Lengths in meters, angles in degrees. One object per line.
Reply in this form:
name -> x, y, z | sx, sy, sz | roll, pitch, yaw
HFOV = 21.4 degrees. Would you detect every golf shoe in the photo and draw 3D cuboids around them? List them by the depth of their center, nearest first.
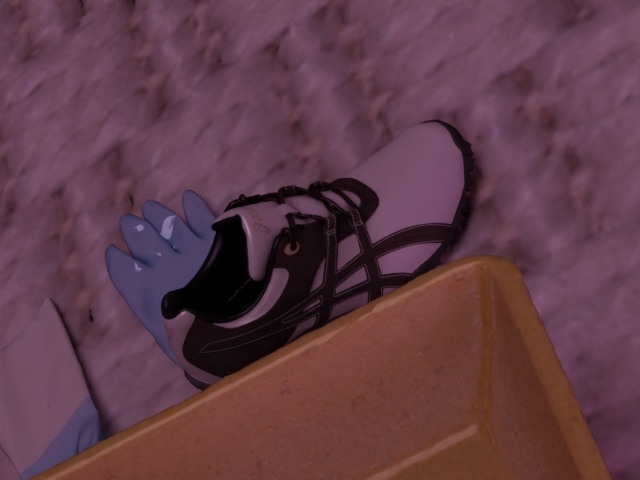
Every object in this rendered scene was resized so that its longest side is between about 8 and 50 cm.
golf shoe -> 0.000, 0.000, 0.885 | 0.198, 0.094, 0.077 | -48, 45, -11

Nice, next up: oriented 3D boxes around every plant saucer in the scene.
plant saucer -> -0.012, 0.207, 0.676 | 0.333, 0.081, 0.333 | -27, 45, 9

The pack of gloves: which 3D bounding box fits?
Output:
pack of gloves -> -0.108, 0.078, 0.960 | 0.195, 0.046, 0.232 | -47, 47, 5
